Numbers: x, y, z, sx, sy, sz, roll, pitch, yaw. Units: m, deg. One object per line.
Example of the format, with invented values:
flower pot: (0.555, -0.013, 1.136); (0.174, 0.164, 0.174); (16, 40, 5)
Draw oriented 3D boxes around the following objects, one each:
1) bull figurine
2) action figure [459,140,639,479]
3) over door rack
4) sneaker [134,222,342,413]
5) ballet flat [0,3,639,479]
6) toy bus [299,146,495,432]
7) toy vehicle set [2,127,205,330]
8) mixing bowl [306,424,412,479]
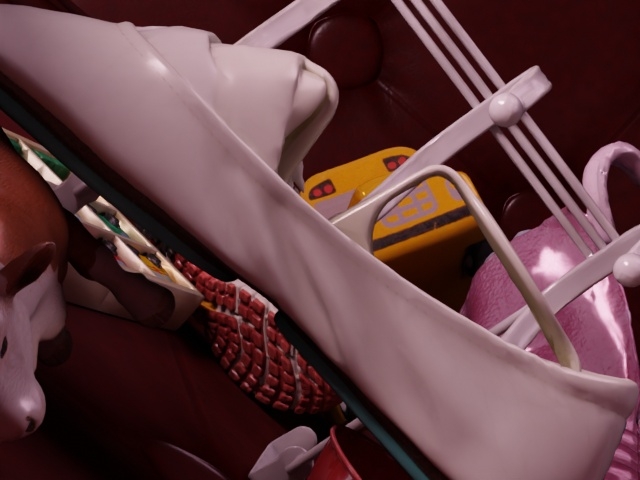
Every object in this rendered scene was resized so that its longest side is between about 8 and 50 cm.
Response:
bull figurine: (-0.183, -0.015, 0.910); (0.310, 0.101, 0.188); (48, 3, 33)
action figure: (0.182, 0.163, 1.157); (0.248, 0.276, 0.370); (35, 26, -17)
over door rack: (0.000, 0.000, 1.054); (0.239, 0.324, 0.108); (53, 34, -4)
sneaker: (-0.046, 0.039, 1.401); (0.092, 0.088, 0.225); (-21, 53, -34)
ballet flat: (-0.003, -0.011, 0.927); (0.400, 0.139, 0.139); (42, 5, -1)
toy bus: (0.049, 0.039, 1.412); (0.333, 0.108, 0.130); (92, -24, -61)
toy vehicle set: (-0.188, -0.017, 1.272); (0.166, 0.035, 0.267); (43, 5, 17)
mixing bowl: (0.041, 0.186, 0.905); (0.181, 0.098, 0.181); (42, 5, -5)
